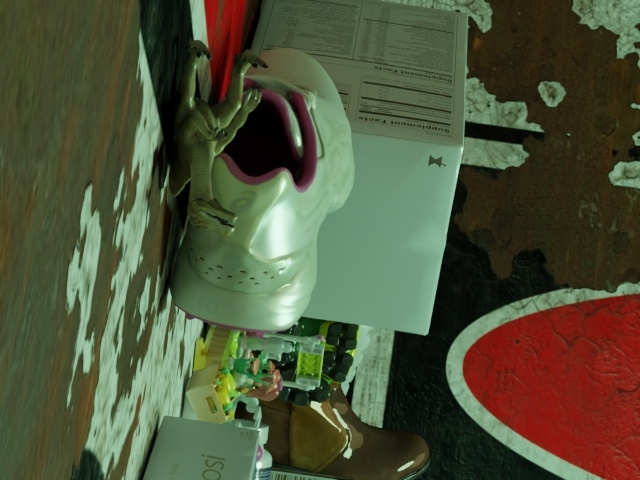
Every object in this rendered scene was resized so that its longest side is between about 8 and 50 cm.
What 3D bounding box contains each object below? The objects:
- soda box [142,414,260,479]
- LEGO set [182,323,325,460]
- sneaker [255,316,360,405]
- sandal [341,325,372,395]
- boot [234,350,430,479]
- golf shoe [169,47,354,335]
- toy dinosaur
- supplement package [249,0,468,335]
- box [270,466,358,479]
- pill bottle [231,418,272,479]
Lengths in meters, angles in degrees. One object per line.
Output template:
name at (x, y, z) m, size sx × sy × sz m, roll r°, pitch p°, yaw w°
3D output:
soda box at (-0.090, 0.203, 1.054) m, size 0.216 × 0.074 × 0.069 m, roll -79°, pitch 178°, yaw -64°
LEGO set at (-0.054, 0.123, 1.425) m, size 0.287 × 0.107 × 0.132 m, roll 94°, pitch 5°, yaw -76°
sneaker at (0.000, 0.000, 1.740) m, size 0.146 × 0.134 × 0.344 m, roll -142°, pitch -111°, yaw -83°
sandal at (-0.052, 0.204, 2.049) m, size 0.169 × 0.102 × 0.416 m, roll 47°, pitch -55°, yaw 48°
boot at (0.024, 0.163, 1.916) m, size 0.096 × 0.264 × 0.280 m, roll -98°, pitch -165°, yaw -63°
golf shoe at (-0.029, -0.070, 1.132) m, size 0.306 × 0.115 × 0.140 m, roll -82°, pitch -179°, yaw -53°
toy dinosaur at (-0.074, -0.074, 0.966) m, size 0.183 × 0.053 × 0.093 m, roll -104°, pitch -143°, yaw -59°
supplement package at (0.022, -0.080, 1.459) m, size 0.263 × 0.198 × 0.199 m, roll -81°, pitch 179°, yaw -57°
box at (-0.050, 0.384, 1.896) m, size 0.203 × 0.168 × 0.167 m, roll 95°, pitch 3°, yaw -59°
pill bottle at (-0.086, 0.250, 1.668) m, size 0.067 × 0.067 × 0.120 m, roll -57°, pitch 155°, yaw -87°
